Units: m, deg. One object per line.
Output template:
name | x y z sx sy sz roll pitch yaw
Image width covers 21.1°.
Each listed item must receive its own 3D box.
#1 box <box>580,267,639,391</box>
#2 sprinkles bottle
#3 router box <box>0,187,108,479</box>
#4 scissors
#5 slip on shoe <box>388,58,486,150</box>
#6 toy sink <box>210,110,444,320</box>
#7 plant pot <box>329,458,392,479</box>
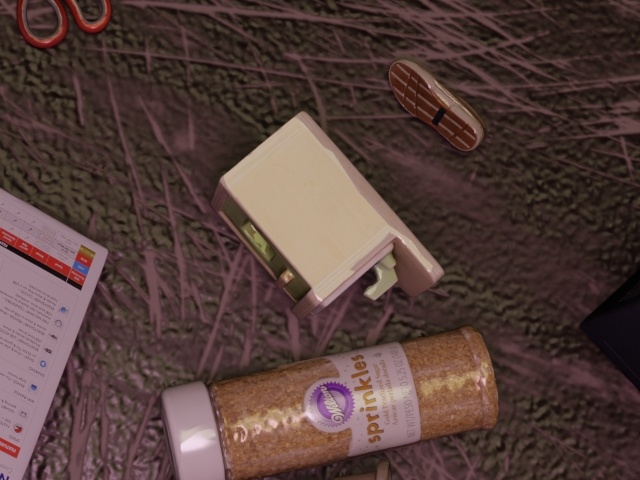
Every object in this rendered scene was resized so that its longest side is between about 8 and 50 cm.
box | 0.490 0.109 1.794 0.212 0.395 0.293 -41 89 -12
sprinkles bottle | 0.009 0.182 1.860 0.355 0.121 0.121 -12 83 -10
router box | -0.415 0.067 1.740 0.335 0.082 0.301 33 61 -27
scissors | -0.349 -0.349 1.953 0.109 0.021 0.297 -32 85 -9
slip on shoe | 0.136 -0.159 1.974 0.135 0.051 0.041 40 38 8
toy sink | 0.000 0.000 1.873 0.131 0.153 0.234 -41 89 -11
plant pot | -0.080 0.387 1.738 0.305 0.334 0.334 0 81 4
